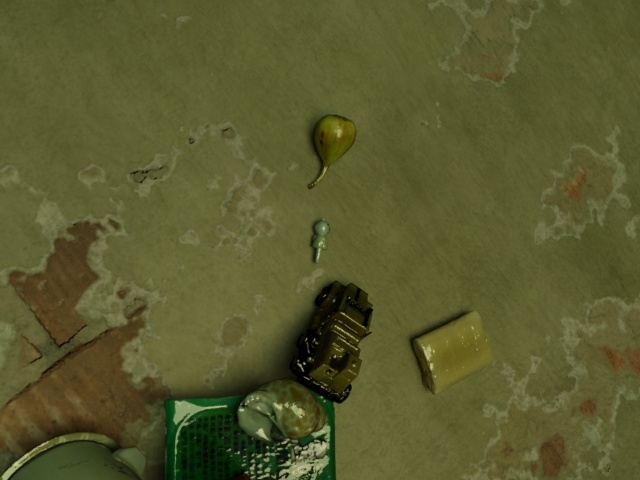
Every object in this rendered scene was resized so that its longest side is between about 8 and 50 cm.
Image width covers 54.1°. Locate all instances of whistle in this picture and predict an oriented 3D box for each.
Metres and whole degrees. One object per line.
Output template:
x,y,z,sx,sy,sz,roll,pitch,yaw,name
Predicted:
0.000,0.000,1.355,0.035,0.035,0.100,10,85,-20,whistle

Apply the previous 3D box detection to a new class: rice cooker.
-0.405,0.480,1.043,0.317,0.317,0.264,-38,129,-18,rice cooker

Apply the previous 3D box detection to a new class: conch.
-0.067,0.314,1.166,0.173,0.106,0.116,-1,99,-5,conch

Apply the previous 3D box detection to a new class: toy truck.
0.041,0.190,1.269,0.127,0.127,0.257,34,39,-11,toy truck

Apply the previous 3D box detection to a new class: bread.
0.306,0.254,1.438,0.178,0.060,0.139,-20,95,-21,bread

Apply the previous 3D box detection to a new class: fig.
0.011,-0.200,1.367,0.093,0.093,0.166,23,119,-18,fig

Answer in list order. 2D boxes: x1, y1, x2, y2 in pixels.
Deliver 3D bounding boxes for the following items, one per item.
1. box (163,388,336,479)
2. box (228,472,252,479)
-0.141,0.425,1.238,0.337,0.106,0.264,1,87,-21,box
-0.157,0.476,1.045,0.153,0.240,0.074,-13,89,-20,box
